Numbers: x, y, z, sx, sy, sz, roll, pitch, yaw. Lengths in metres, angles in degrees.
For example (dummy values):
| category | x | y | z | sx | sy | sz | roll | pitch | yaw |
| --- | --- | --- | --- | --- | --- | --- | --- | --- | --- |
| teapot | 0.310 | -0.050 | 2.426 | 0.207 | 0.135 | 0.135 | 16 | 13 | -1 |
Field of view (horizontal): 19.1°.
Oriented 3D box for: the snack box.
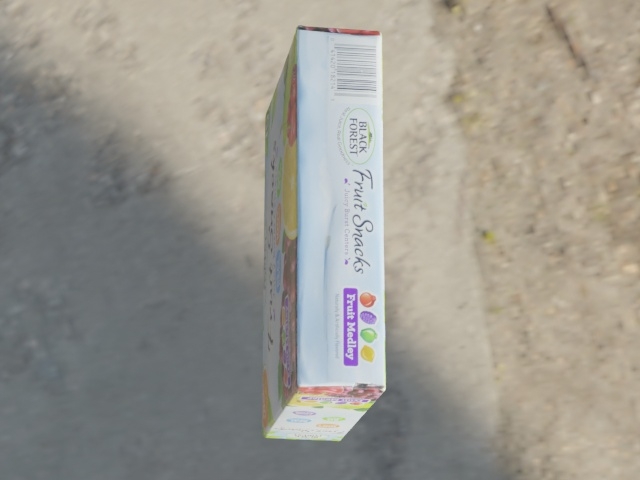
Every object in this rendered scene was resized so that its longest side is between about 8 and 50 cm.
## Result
| category | x | y | z | sx | sy | sz | roll | pitch | yaw |
| --- | --- | --- | --- | --- | --- | --- | --- | --- | --- |
| snack box | 0.000 | 0.000 | 0.745 | 0.037 | 0.100 | 0.141 | 2 | 73 | -7 |
